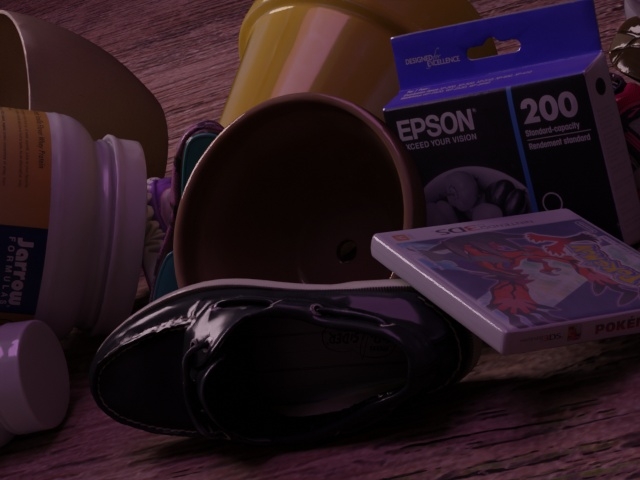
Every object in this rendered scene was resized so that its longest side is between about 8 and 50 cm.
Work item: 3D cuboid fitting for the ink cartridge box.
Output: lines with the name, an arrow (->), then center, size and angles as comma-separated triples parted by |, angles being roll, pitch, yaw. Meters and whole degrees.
ink cartridge box -> 0.154, -0.085, 1.541 | 0.206, 0.208, 0.045 | -8, 9, 37

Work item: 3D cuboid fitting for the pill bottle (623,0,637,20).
pill bottle -> 0.373, -0.246, 1.761 | 0.162, 0.162, 0.278 | -17, 23, 18

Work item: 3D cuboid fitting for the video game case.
video game case -> 0.164, 0.026, 1.381 | 0.183, 0.023, 0.201 | -8, 24, -25

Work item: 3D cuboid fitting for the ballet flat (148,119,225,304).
ballet flat -> -0.110, -0.001, 1.667 | 0.077, 0.221, 0.079 | 7, 9, -1

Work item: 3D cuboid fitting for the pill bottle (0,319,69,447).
pill bottle -> -0.341, 0.137, 1.655 | 0.209, 0.119, 0.119 | -11, 23, 17

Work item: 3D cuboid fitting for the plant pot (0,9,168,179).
plant pot -> -0.281, -0.103, 2.044 | 0.191, 0.284, 0.284 | 5, 7, -27

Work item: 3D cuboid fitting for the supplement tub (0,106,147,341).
supplement tub -> -0.337, -0.017, 1.735 | 0.316, 0.228, 0.228 | 6, 15, -16

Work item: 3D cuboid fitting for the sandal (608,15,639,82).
sandal -> 0.321, -0.140, 1.591 | 0.072, 0.049, 0.180 | -56, 41, 9

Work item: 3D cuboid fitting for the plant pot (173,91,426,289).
plant pot -> 0.000, 0.000, 1.571 | 0.237, 0.237, 0.110 | -12, -17, 30

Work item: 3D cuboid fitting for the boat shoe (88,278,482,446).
boat shoe -> -0.049, 0.104, 1.420 | 0.340, 0.127, 0.113 | -3, 16, 24

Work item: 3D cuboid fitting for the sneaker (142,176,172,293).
sneaker -> -0.122, 0.001, 1.814 | 0.105, 0.095, 0.236 | -17, 26, 0

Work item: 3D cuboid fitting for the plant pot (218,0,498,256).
plant pot -> 0.013, -0.119, 1.766 | 0.254, 0.254, 0.239 | -4, 44, 42

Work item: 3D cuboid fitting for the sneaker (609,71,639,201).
sneaker -> 0.235, -0.108, 1.649 | 0.121, 0.112, 0.299 | -29, 20, -13

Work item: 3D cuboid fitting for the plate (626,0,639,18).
plate -> 0.405, -0.180, 1.533 | 0.278, 0.277, 0.045 | -48, -13, -48
